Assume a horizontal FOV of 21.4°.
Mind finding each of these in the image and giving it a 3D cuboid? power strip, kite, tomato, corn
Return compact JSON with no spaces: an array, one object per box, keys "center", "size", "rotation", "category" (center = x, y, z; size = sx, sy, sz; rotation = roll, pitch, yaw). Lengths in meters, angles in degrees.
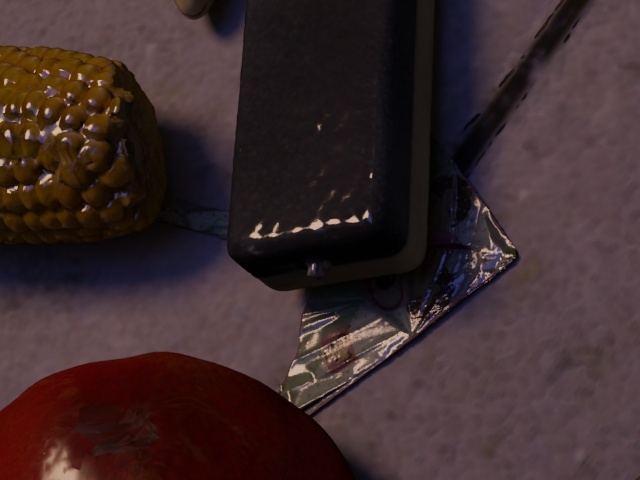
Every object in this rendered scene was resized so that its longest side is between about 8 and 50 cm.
[{"center":[0.009,-0.091,0.987],"size":[0.105,0.070,0.257],"rotation":[-11,61,29],"category":"power strip"},{"center":[0.001,0.001,0.999],"size":[0.250,0.012,0.229],"rotation":[6,72,32],"category":"kite"},{"center":[-0.087,0.139,0.857],"size":[0.233,0.140,0.200],"rotation":[-4,44,-1],"category":"tomato"},{"center":[-0.265,-0.064,1.100],"size":[0.387,0.144,0.144],"rotation":[3,71,25],"category":"corn"}]

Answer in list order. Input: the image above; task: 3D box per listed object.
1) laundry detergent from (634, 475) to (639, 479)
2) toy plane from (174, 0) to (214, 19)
[{"center":[0.203,0.177,0.760],"size":[0.253,0.091,0.181],"rotation":[-4,62,28],"category":"laundry detergent"},{"center":[-0.082,-0.261,1.108],"size":[0.229,0.092,0.244],"rotation":[-3,65,13],"category":"toy plane"}]
